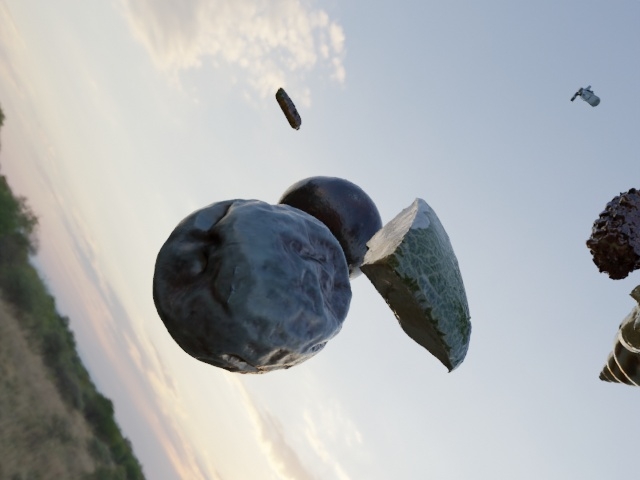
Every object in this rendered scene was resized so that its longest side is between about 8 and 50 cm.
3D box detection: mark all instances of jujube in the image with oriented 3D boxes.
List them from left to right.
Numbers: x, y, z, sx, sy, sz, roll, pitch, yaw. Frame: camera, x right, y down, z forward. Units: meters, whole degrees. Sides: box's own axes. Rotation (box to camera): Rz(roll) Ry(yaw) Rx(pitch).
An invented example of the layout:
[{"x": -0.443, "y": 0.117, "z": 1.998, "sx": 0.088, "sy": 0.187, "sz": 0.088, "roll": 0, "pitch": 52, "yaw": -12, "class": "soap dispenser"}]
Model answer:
[{"x": -0.086, "y": 0.065, "z": 0.904, "sx": 0.308, "sy": 0.215, "sz": 0.246, "roll": 30, "pitch": 48, "yaw": -57, "class": "jujube"}]

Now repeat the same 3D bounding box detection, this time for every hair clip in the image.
[{"x": 0.487, "y": -0.265, "z": 1.173, "sx": 0.039, "sy": 0.115, "sz": 0.030, "roll": 40, "pitch": -60, "yaw": 21, "class": "hair clip"}]

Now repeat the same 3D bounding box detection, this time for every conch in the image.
[{"x": 0.663, "y": 0.222, "z": 1.232, "sx": 0.275, "sy": 0.183, "sz": 0.148, "roll": -8, "pitch": -94, "yaw": 50, "class": "conch"}]

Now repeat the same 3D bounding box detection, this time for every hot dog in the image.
[{"x": -0.080, "y": -0.344, "z": 1.663, "sx": 0.037, "sy": 0.049, "sz": 0.122, "roll": -17, "pitch": -60, "yaw": 22, "class": "hot dog"}]

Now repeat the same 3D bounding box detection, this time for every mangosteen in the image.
[{"x": 0.005, "y": -0.018, "z": 1.591, "sx": 0.311, "sy": 0.311, "sz": 0.311, "roll": 45, "pitch": -28, "yaw": 33, "class": "mangosteen"}]

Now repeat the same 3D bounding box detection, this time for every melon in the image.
[{"x": 0.095, "y": 0.042, "z": 0.681, "sx": 0.139, "sy": 0.093, "sz": 0.202, "roll": 27, "pitch": 45, "yaw": -63, "class": "melon"}]

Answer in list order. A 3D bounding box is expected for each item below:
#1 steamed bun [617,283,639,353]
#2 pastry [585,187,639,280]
[{"x": 0.620, "y": 0.103, "z": 1.037, "sx": 0.292, "sy": 0.295, "sz": 0.137, "roll": -22, "pitch": -64, "yaw": 46, "class": "steamed bun"}, {"x": 0.579, "y": -0.018, "z": 1.205, "sx": 0.115, "sy": 0.208, "sz": 0.097, "roll": 47, "pitch": -35, "yaw": -8, "class": "pastry"}]
